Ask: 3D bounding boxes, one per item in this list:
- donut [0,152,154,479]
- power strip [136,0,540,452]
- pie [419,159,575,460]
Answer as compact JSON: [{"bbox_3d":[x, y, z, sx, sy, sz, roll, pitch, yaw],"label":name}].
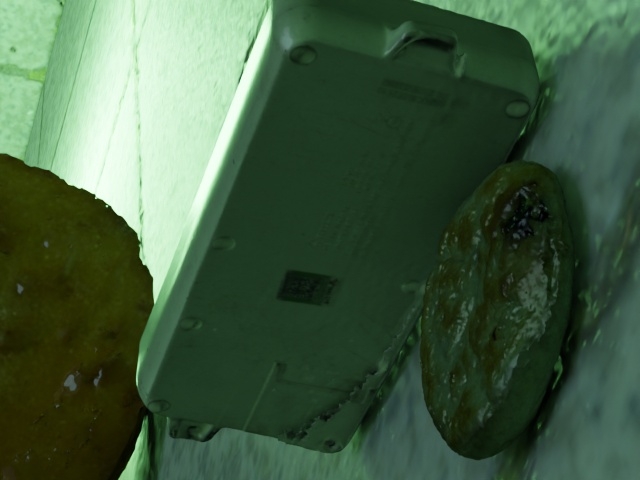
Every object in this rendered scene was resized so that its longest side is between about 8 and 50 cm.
[{"bbox_3d":[-0.226,0.089,0.953,0.108,0.277,0.277,83,-169,-65],"label":"donut"},{"bbox_3d":[0.000,0.000,0.499,0.035,0.081,0.192,-92,20,-46],"label":"power strip"},{"bbox_3d":[0.047,0.020,0.431,0.085,0.017,0.085,-167,90,-74],"label":"pie"}]
